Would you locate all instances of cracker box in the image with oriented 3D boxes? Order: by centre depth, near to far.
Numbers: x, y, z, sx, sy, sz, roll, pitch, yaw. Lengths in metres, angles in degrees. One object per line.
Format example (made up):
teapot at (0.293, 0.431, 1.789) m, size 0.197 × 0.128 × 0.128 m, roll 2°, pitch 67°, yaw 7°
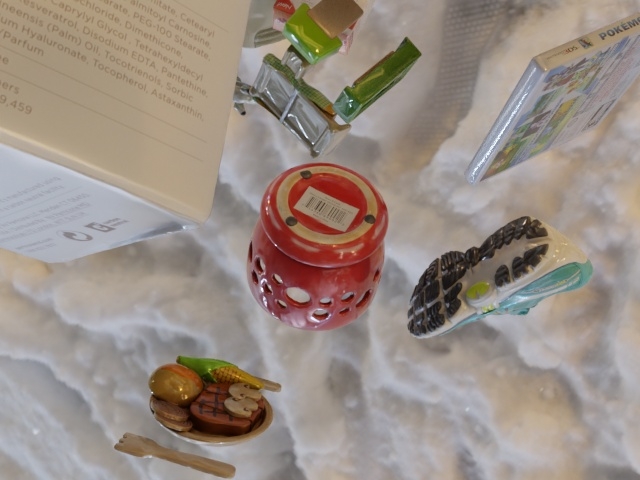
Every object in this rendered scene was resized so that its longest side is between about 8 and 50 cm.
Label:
cracker box at (0.025, -0.479, 1.683) m, size 0.156 × 0.232 × 0.067 m, roll 22°, pitch 155°, yaw 7°

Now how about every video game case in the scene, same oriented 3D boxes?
video game case at (0.407, -0.235, 1.442) m, size 0.036 × 0.300 × 0.329 m, roll 58°, pitch 158°, yaw 18°

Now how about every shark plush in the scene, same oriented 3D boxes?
shark plush at (-0.194, -0.338, 1.945) m, size 0.161 × 0.067 × 0.073 m, roll 25°, pitch 135°, yaw 17°

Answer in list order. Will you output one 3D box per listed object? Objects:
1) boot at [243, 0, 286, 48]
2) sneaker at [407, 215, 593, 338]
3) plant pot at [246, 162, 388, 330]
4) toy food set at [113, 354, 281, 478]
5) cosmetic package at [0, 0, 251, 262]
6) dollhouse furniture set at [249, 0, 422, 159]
boot at (-0.177, -0.470, 1.702) m, size 0.203 × 0.262 × 0.095 m, roll 98°, pitch 158°, yaw -44°
sneaker at (0.210, 0.068, 1.091) m, size 0.110 × 0.107 × 0.275 m, roll 26°, pitch 147°, yaw -27°
plant pot at (0.000, 0.000, 1.199) m, size 0.191 × 0.191 × 0.174 m, roll 38°, pitch 145°, yaw 18°
toy food set at (-0.111, 0.158, 0.874) m, size 0.133 × 0.192 × 0.038 m, roll 13°, pitch 110°, yaw 7°
cosmetic package at (-0.297, -0.222, 0.903) m, size 0.329 × 0.327 × 0.393 m, roll -11°, pitch 64°, yaw 47°
dollhouse furniture set at (0.015, -0.296, 1.578) m, size 0.197 × 0.151 × 0.301 m, roll 47°, pitch 159°, yaw 0°
